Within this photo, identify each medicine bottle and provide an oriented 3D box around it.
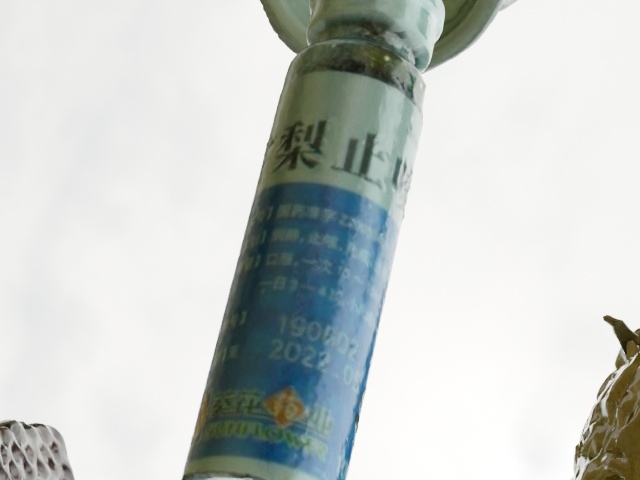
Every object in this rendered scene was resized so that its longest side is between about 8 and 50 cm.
[{"bbox_3d":[0.000,0.000,0.630,0.051,0.051,0.191,-27,-136,52],"label":"medicine bottle"}]

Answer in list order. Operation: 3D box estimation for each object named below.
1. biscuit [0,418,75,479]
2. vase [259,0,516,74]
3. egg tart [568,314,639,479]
[{"bbox_3d":[-0.080,0.250,0.644,0.073,0.388,0.107,-19,172,10],"label":"biscuit"},{"bbox_3d":[0.064,-0.176,1.159,0.143,0.143,0.299,-54,174,16],"label":"vase"},{"bbox_3d":[0.187,0.192,0.865,0.153,0.339,0.351,-24,177,-8],"label":"egg tart"}]
